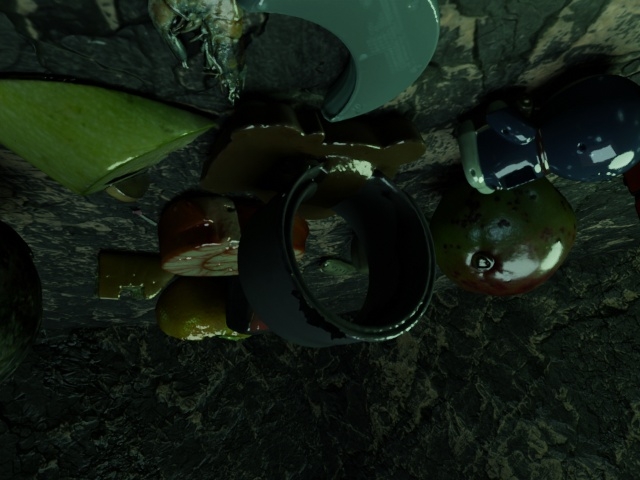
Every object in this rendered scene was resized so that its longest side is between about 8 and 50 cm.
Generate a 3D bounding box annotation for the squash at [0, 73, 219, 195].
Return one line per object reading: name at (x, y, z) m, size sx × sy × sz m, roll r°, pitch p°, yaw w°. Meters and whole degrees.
squash at (-0.305, -0.151, 0.530) m, size 0.237 × 0.155 × 0.204 m, roll -20°, pitch -164°, yaw 34°

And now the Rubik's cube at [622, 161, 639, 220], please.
Rubik's cube at (0.772, -0.105, 0.695) m, size 0.289 × 0.283 × 0.293 m, roll -7°, pitch 167°, yaw -6°

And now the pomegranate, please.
pomegranate at (0.381, -0.052, 0.851) m, size 0.291 × 0.323 × 0.290 m, roll 21°, pitch 155°, yaw 10°

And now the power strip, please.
power strip at (0.031, -0.215, 0.401) m, size 0.168 × 0.054 × 0.253 m, roll -15°, pitch 162°, yaw 17°

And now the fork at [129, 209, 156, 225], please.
fork at (-0.375, -0.049, 0.854) m, size 0.016 × 0.012 × 0.115 m, roll -4°, pitch 168°, yaw 2°

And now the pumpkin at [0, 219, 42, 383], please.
pumpkin at (-0.629, 0.081, 0.535) m, size 0.455 × 0.343 × 0.454 m, roll 14°, pitch 169°, yaw 3°

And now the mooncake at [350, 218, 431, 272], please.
mooncake at (0.215, 0.018, 1.128) m, size 0.275 × 0.135 × 0.275 m, roll -8°, pitch 167°, yaw -2°

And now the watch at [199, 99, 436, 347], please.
watch at (0.000, 0.000, 0.625) m, size 0.335 × 0.326 × 0.314 m, roll 5°, pitch 159°, yaw -34°

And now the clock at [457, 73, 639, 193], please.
clock at (0.351, -0.152, 0.610) m, size 0.244 × 0.146 × 0.200 m, roll -10°, pitch 161°, yaw 35°

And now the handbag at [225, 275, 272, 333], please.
handbag at (-0.169, 0.154, 1.208) m, size 0.182 × 0.254 × 0.181 m, roll 5°, pitch 174°, yaw -41°

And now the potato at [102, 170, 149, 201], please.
potato at (-0.290, -0.074, 0.608) m, size 0.037 × 0.036 × 0.093 m, roll -26°, pitch -164°, yaw 14°

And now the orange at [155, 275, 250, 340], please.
orange at (-0.348, 0.208, 1.315) m, size 0.335 × 0.262 × 0.196 m, roll 13°, pitch 122°, yaw -33°

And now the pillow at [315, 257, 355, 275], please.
pillow at (0.047, 0.102, 1.472) m, size 0.093 × 0.051 × 0.241 m, roll -16°, pitch 164°, yaw 25°

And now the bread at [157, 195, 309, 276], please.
bread at (-0.198, 0.003, 0.921) m, size 0.328 × 0.114 × 0.295 m, roll 1°, pitch 161°, yaw -31°

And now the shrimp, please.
shrimp at (-0.119, -0.205, 0.416) m, size 0.091 × 0.034 × 0.161 m, roll 4°, pitch 157°, yaw 1°

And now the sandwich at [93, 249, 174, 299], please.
sandwich at (-0.493, 0.102, 1.110) m, size 0.236 × 0.128 × 0.122 m, roll 6°, pitch 167°, yaw -37°
